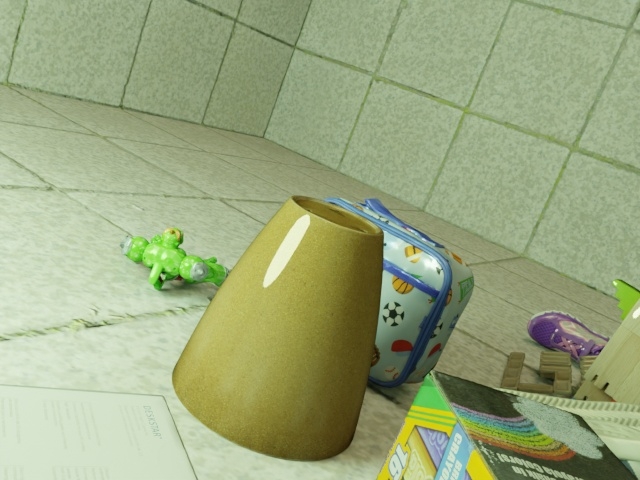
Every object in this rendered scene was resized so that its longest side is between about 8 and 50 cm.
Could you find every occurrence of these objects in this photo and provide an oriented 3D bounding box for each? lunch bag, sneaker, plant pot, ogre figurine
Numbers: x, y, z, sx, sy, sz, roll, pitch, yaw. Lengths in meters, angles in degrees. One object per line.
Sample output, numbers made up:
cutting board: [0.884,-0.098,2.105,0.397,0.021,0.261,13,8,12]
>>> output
lunch bag: [0.076,0.067,1.025,0.303,0.243,0.115,32,16,37]
sneaker: [0.313,0.271,0.748,0.350,0.148,0.131,10,9,-1]
plant pot: [-0.025,0.085,0.777,0.237,0.254,0.237,20,14,-5]
ogre figurine: [-0.235,0.033,1.032,0.197,0.096,0.118,38,-3,5]
sneaker: [0.591,0.240,1.485,0.237,0.095,0.104,23,21,6]

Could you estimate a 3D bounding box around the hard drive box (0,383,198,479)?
hard drive box: [-0.208,0.184,0.447,0.232,0.089,0.181,13,16,-31]

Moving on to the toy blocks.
toy blocks: [0.519,0.268,0.924,0.381,0.260,0.191,37,17,31]

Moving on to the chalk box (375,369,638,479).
chalk box: [0.165,0.266,0.511,0.180,0.179,0.289,19,14,-11]

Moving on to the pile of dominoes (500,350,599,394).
pile of dominoes: [0.450,0.261,1.221,0.196,0.040,0.251,0,7,21]
